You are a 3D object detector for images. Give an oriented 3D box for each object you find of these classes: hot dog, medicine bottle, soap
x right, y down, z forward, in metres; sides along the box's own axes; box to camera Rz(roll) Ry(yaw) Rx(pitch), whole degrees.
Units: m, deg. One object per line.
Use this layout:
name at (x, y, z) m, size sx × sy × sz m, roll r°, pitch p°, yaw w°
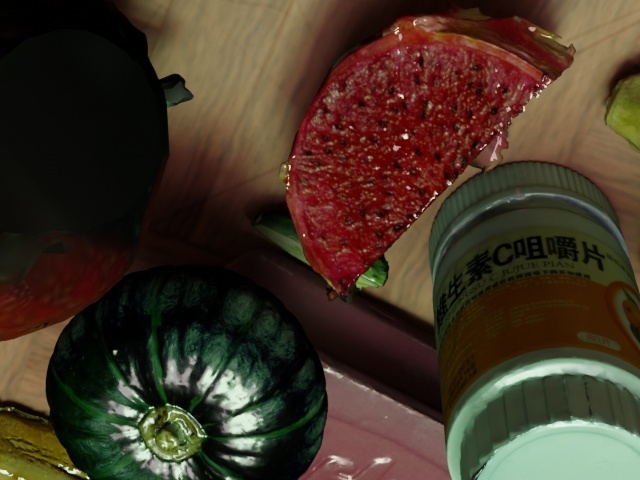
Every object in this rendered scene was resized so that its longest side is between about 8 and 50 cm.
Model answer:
hot dog at (-0.159, 0.221, 1.609) m, size 0.289 × 0.083 × 0.068 m, roll 25°, pitch 138°, yaw -15°
medicine bottle at (0.163, 0.088, 1.383) m, size 0.158 × 0.318 × 0.158 m, roll 0°, pitch 124°, yaw 0°
soap at (0.020, 0.172, 1.549) m, size 0.359 × 0.128 × 0.233 m, roll 27°, pitch 120°, yaw -18°

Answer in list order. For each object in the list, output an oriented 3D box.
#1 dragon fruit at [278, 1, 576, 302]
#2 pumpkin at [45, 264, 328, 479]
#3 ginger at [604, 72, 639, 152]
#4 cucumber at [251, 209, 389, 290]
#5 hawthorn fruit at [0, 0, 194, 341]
dragon fruit at (0.070, -0.090, 1.395) m, size 0.126 × 0.161 × 0.274 m, roll 46°, pitch 124°, yaw 6°
pumpkin at (-0.094, 0.111, 1.350) m, size 0.202 × 0.140 × 0.202 m, roll 2°, pitch 117°, yaw 5°
ginger at (0.427, -0.134, 1.328) m, size 0.348 × 0.122 × 0.363 m, roll 33°, pitch 111°, yaw 7°
cucumber at (0.000, 0.000, 1.483) m, size 0.107 × 0.067 × 0.035 m, roll 29°, pitch 81°, yaw -14°
hawthorn fruit at (-0.247, -0.063, 1.293) m, size 0.316 × 0.316 × 0.316 m, roll 0°, pitch 123°, yaw -1°
